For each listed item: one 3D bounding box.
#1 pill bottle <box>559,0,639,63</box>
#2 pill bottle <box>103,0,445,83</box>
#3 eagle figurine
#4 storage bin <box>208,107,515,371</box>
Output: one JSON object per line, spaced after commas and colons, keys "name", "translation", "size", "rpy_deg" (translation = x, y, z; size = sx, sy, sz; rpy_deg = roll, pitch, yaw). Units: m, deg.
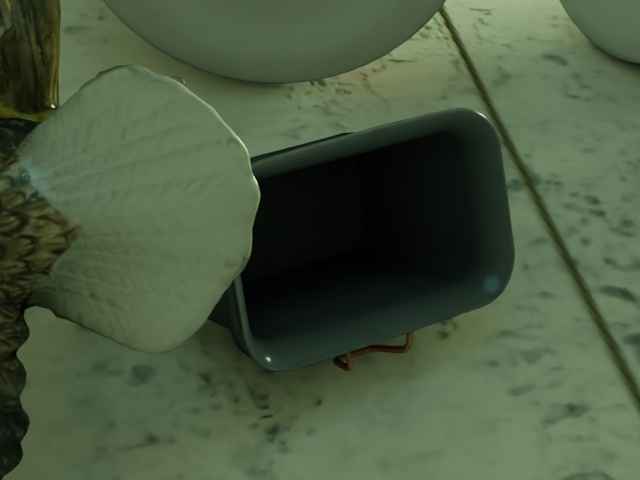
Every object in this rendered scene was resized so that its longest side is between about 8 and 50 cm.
{"name": "pill bottle", "translation": [0.249, -0.188, 0.983], "size": [0.246, 0.130, 0.130], "rpy_deg": [-21, 41, -28]}
{"name": "pill bottle", "translation": [-0.017, -0.261, 1.012], "size": [0.210, 0.210, 0.363], "rpy_deg": [2, 35, 2]}
{"name": "eagle figurine", "translation": [-0.195, 0.015, 0.648], "size": [0.226, 0.225, 0.298], "rpy_deg": [44, 40, 20]}
{"name": "storage bin", "translation": [0.000, 0.000, 0.757], "size": [0.135, 0.098, 0.091], "rpy_deg": [-17, 15, -30]}
